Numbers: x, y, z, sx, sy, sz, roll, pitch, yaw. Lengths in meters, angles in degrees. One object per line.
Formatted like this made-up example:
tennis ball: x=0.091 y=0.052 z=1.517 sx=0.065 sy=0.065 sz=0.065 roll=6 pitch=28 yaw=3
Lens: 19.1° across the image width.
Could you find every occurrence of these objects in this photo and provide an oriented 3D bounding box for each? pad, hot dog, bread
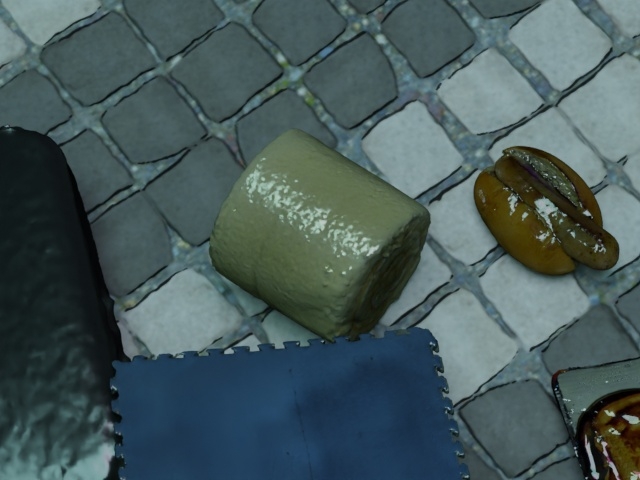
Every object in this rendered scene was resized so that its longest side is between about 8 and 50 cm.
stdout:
pad: x=-0.018 y=0.183 z=1.428 sx=0.269 sy=0.012 sz=0.270 roll=-4 pitch=51 yaw=-7
hot dog: x=0.191 y=-0.020 z=1.608 sx=0.090 sy=0.060 sz=0.140 roll=-34 pitch=73 yaw=-4
bread: x=0.000 y=0.000 z=1.567 sx=0.141 sy=0.148 sz=0.134 roll=31 pitch=71 yaw=16

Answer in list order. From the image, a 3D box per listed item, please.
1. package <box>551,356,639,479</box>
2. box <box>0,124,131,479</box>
package: x=0.289 y=0.197 z=1.529 sx=0.154 sy=0.030 sz=0.239 roll=-12 pitch=66 yaw=-4
box: x=-0.338 y=0.102 z=1.560 sx=0.359 sy=0.091 sz=0.350 roll=-20 pitch=64 yaw=4
